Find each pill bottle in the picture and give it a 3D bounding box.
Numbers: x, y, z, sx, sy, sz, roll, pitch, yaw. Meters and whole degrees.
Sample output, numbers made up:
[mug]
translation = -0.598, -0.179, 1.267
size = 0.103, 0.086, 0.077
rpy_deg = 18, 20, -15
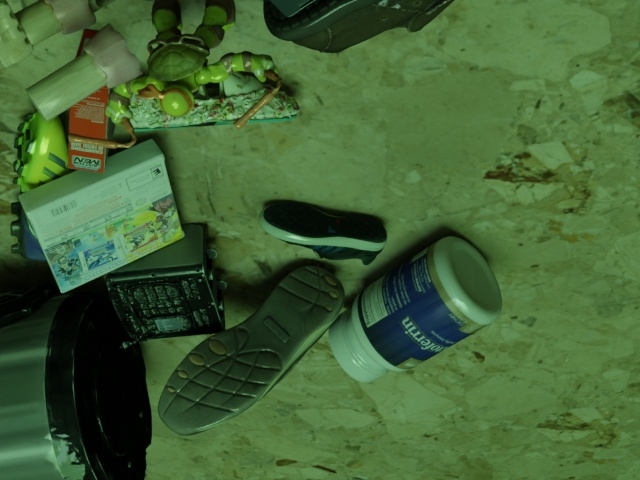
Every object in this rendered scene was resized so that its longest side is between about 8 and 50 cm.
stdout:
[pill bottle]
translation = 0.146, 0.118, 1.570
size = 0.153, 0.153, 0.264
rpy_deg = 33, 128, -30

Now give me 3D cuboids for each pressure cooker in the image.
[pressure cooker]
translation = -0.523, 0.286, 1.581
size = 0.420, 0.376, 0.370
rpy_deg = -10, 139, 9

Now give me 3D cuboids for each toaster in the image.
[toaster]
translation = -0.248, 0.074, 1.549
size = 0.185, 0.110, 0.168
rpy_deg = -6, 136, 6

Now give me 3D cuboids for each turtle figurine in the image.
[turtle figurine]
translation = -0.177, -0.213, 1.170
size = 0.269, 0.217, 0.087
rpy_deg = -14, 135, 14

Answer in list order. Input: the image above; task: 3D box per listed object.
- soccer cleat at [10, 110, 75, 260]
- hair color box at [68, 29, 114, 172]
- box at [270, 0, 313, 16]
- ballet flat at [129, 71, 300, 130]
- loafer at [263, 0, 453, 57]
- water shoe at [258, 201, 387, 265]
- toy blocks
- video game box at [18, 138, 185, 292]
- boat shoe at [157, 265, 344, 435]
[soccer cleat]
translation = -0.383, -0.079, 1.411
size = 0.121, 0.093, 0.289
rpy_deg = 2, 139, -19
[hair color box]
translation = -0.300, -0.182, 1.292
size = 0.053, 0.093, 0.167
rpy_deg = 8, 135, -7
[box]
translation = -0.006, -0.362, 1.021
size = 0.153, 0.207, 0.108
rpy_deg = -28, 130, 26
[ballet flat]
translation = -0.149, -0.191, 1.298
size = 0.240, 0.091, 0.077
rpy_deg = -4, 112, -2
[loafer]
translation = 0.109, -0.323, 1.144
size = 0.365, 0.134, 0.130
rpy_deg = -15, 159, 29
[water shoe]
translation = 0.000, 0.000, 1.502
size = 0.203, 0.073, 0.080
rpy_deg = 10, 138, -11
[toy blocks]
translation = -0.296, -0.356, 1.059
size = 0.260, 0.309, 0.289
rpy_deg = -36, 148, -12
[video game box]
translation = -0.309, -0.033, 1.410
size = 0.205, 0.048, 0.187
rpy_deg = -25, 142, -17
[boat shoe]
translation = -0.099, 0.192, 1.563
size = 0.355, 0.132, 0.130
rpy_deg = -37, 158, -15
